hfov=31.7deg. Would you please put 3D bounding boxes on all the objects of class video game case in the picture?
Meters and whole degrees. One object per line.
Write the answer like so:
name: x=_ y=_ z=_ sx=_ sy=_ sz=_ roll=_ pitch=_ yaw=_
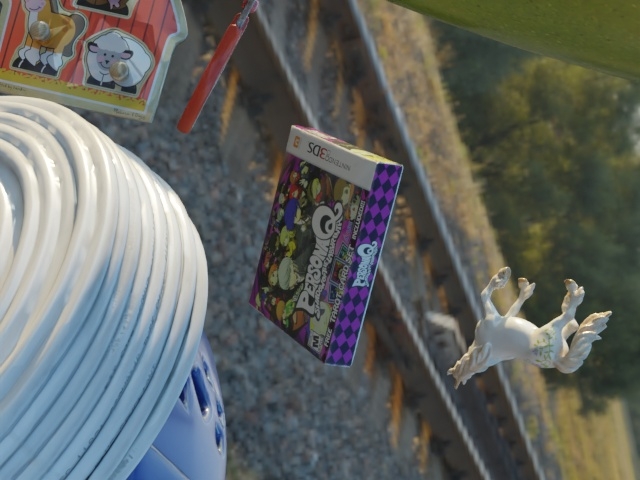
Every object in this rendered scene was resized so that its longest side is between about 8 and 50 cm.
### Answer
video game case: x=0.000 y=0.000 z=1.293 sx=0.210 sy=0.041 sz=0.232 roll=32 pitch=-69 yaw=58

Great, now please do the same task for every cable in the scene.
cable: x=-0.180 y=0.042 z=0.507 sx=0.257 sy=0.257 sz=0.089 roll=45 pitch=-7 yaw=46

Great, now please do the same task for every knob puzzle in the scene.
knob puzzle: x=-0.223 y=-0.224 z=1.090 sx=0.030 sy=0.213 sz=0.213 roll=71 pitch=9 yaw=-80

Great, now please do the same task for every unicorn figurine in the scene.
unicorn figurine: x=0.178 y=0.085 z=1.032 sx=0.060 sy=0.162 sz=0.111 roll=32 pitch=74 yaw=-32

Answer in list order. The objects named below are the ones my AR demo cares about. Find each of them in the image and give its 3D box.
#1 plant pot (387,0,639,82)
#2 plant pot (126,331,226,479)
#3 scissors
plant pot: x=0.188 y=-0.158 z=0.430 sx=0.275 sy=0.293 sz=0.275 roll=-46 pitch=157 yaw=-26
plant pot: x=-0.181 y=0.137 z=0.688 sx=0.236 sy=0.236 sz=0.212 roll=64 pitch=1 yaw=-54
scissors: x=-0.082 y=-0.225 z=1.167 sx=0.021 sy=0.297 sz=0.109 roll=31 pitch=47 yaw=-8
